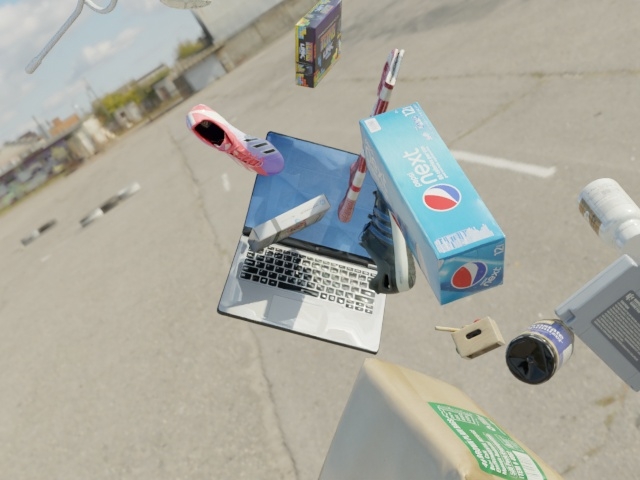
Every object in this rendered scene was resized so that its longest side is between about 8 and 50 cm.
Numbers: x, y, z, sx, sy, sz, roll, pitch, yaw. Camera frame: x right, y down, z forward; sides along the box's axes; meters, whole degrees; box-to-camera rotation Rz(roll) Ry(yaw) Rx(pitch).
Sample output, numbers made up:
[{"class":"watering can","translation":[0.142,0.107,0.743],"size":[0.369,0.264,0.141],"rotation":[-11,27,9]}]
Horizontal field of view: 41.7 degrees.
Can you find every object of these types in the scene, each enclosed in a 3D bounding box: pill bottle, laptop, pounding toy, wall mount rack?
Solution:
[{"class":"pill bottle","translation":[0.533,0.258,2.010],"size":[0.123,0.123,0.219],"rotation":[-24,-3,32]},{"class":"pill bottle","translation":[0.807,-0.054,2.287],"size":[0.131,0.131,0.229],"rotation":[-30,42,9]},{"class":"laptop","translation":[0.000,0.000,1.972],"size":[0.236,0.382,0.408],"rotation":[106,178,-45]},{"class":"pounding toy","translation":[0.398,0.254,2.232],"size":[0.141,0.100,0.130],"rotation":[-26,-20,14]},{"class":"wall mount rack","translation":[-0.566,-0.519,1.638],"size":[0.130,0.350,0.304],"rotation":[-35,-18,-47]}]

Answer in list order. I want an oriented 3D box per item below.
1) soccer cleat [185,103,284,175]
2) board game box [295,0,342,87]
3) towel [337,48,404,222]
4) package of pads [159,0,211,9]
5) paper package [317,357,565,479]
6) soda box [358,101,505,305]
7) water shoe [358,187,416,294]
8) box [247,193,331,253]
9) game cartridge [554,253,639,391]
[{"class":"soccer cleat","translation":[-0.183,-0.204,1.814],"size":[0.083,0.248,0.095],"rotation":[-48,25,19]},{"class":"board game box","translation":[-0.002,-0.434,1.837],"size":[0.048,0.141,0.170],"rotation":[14,40,15]},{"class":"towel","translation":[0.106,-0.227,1.800],"size":[0.237,0.037,0.329],"rotation":[-72,0,-58]},{"class":"package of pads","translation":[-0.258,-0.550,1.562],"size":[0.101,0.229,0.296],"rotation":[0,16,-13]},{"class":"paper package","translation":[0.120,0.348,1.021],"size":[0.325,0.168,0.309],"rotation":[-139,66,-69]},{"class":"soda box","translation":[0.106,-0.042,0.827],"size":[0.067,0.071,0.210],"rotation":[-18,48,-6]},{"class":"water shoe","translation":[0.094,-0.016,1.314],"size":[0.080,0.203,0.073],"rotation":[-11,-11,16]},{"class":"box","translation":[-0.076,-0.038,1.957],"size":[0.186,0.038,0.145],"rotation":[-28,-6,-15]},{"class":"game cartridge","translation":[0.609,0.158,1.619],"size":[0.198,0.297,0.062],"rotation":[-43,29,11]}]
